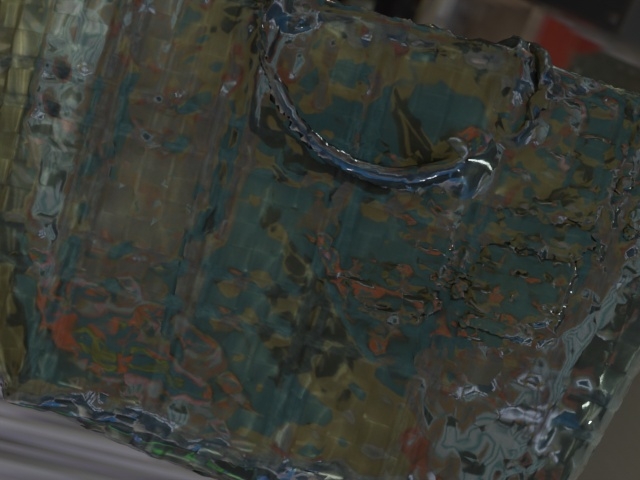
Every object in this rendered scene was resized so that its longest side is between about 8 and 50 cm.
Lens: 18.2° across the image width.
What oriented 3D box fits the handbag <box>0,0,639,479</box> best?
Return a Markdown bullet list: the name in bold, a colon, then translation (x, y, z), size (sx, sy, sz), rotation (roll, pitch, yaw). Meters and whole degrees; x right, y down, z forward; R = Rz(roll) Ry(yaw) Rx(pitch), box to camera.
- **handbag**: translation (0.000, 0.000, 0.691), size (0.088, 0.270, 0.175), rotation (-132, -121, -85)
